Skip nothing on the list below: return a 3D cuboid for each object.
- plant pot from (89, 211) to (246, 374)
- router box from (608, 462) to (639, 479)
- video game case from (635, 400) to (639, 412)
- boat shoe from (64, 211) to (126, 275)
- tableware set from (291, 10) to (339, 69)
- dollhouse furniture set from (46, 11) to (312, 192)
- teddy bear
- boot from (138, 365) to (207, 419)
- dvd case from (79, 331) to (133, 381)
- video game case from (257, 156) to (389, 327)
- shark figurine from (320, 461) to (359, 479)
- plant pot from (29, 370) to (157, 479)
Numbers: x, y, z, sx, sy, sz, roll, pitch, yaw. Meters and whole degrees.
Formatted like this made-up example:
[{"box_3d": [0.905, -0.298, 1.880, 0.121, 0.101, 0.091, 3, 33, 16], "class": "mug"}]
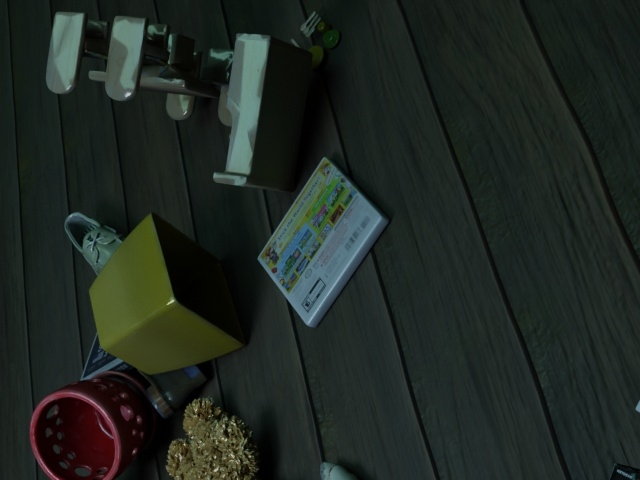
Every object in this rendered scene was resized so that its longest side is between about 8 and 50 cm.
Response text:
[{"box_3d": [-0.289, 0.117, 1.912, 0.187, 0.212, 0.212, -33, 50, 14], "class": "plant pot"}, {"box_3d": [0.419, 0.303, 1.164, 0.179, 0.133, 0.046, 21, 90, 49], "class": "router box"}, {"box_3d": [0.442, 0.171, 1.288, 0.087, 0.011, 0.122, 33, 99, 48], "class": "video game case"}, {"box_3d": [-0.454, 0.022, 2.230, 0.109, 0.094, 0.302, -55, 37, -8], "class": "boat shoe"}, {"box_3d": [-0.026, -0.345, 2.004, 0.154, 0.024, 0.104, -51, 47, 18], "class": "tableware set"}, {"box_3d": [-0.237, -0.242, 1.946, 0.394, 0.362, 0.257, 10, 92, 27], "class": "dollhouse furniture set"}, {"box_3d": [-0.172, 0.405, 1.777, 0.245, 0.113, 0.338, -49, 44, 24], "class": "teddy bear"}, {"box_3d": [-0.279, 0.242, 2.010, 0.106, 0.082, 0.219, -36, 33, -3], "class": "boot"}, {"box_3d": [-0.384, 0.169, 2.110, 0.179, 0.029, 0.239, -31, 33, 35], "class": "dvd case"}, {"box_3d": [0.000, 0.000, 1.827, 0.227, 0.026, 0.206, -56, 42, 15], "class": "video game case"}, {"box_3d": [0.023, 0.448, 1.536, 0.166, 0.278, 0.116, 13, 124, 21], "class": "shark figurine"}, {"box_3d": [-0.402, 0.341, 1.954, 0.191, 0.174, 0.191, 3, 99, 21], "class": "plant pot"}]
